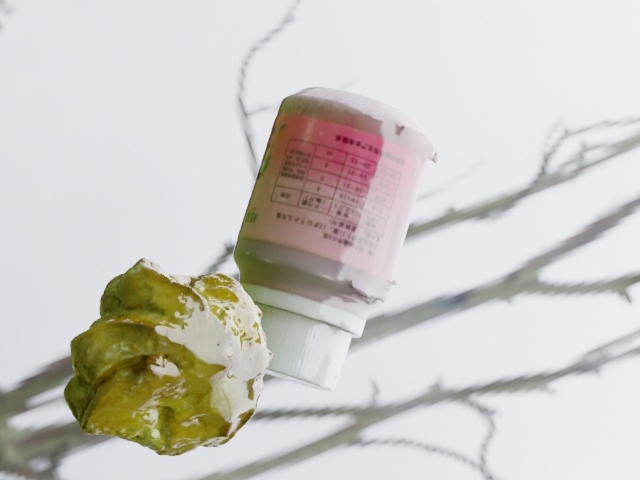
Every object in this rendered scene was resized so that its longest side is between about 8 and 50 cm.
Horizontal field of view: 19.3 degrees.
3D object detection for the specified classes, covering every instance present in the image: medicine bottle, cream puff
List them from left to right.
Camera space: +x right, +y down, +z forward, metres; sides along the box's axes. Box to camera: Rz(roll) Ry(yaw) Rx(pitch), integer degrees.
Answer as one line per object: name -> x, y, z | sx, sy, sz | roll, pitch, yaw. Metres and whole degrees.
cream puff -> -0.051, 0.045, 0.699 | 0.058, 0.083, 0.083 | 1, -47, 34
medicine bottle -> 0.000, 0.000, 1.624 | 0.147, 0.147, 0.247 | 2, -107, 66
